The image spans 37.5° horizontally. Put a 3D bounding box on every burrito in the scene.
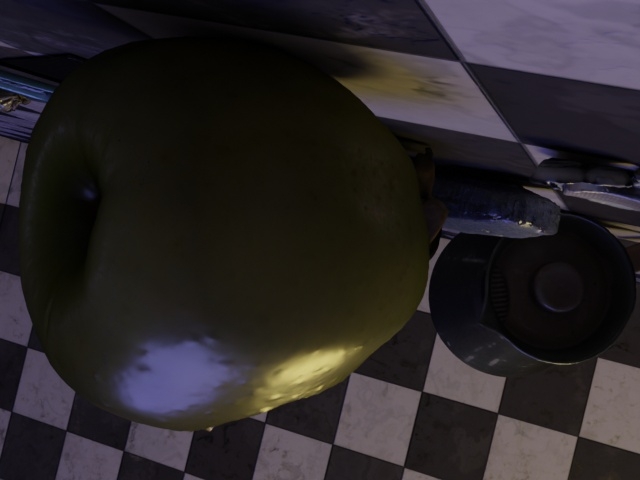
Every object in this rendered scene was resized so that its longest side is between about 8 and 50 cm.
[{"bbox_3d":[-0.517,-0.217,1.383,0.188,0.045,0.058,11,-155,5],"label":"burrito"}]

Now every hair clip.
[{"bbox_3d":[0.254,-0.033,0.770,0.172,0.049,0.116,16,176,8],"label":"hair clip"}]

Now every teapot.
[{"bbox_3d":[0.324,0.071,1.374,0.300,0.253,0.344,-20,176,-4],"label":"teapot"}]

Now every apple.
[{"bbox_3d":[-0.068,-0.011,0.635,0.279,0.279,0.279,14,180,0],"label":"apple"}]

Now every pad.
[{"bbox_3d":[-0.160,-0.152,1.076,0.367,0.007,0.247,13,180,-37],"label":"pad"}]

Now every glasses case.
[{"bbox_3d":[0.144,-0.047,1.083,0.109,0.067,0.282,11,-177,-43],"label":"glasses case"}]

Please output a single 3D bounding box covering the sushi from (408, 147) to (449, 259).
[{"bbox_3d":[-0.001,0.001,0.937,0.225,0.238,0.219,20,-161,8],"label":"sushi"}]

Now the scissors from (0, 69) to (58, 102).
[{"bbox_3d":[-0.278,-0.160,1.104,0.393,0.032,0.180,14,179,-24],"label":"scissors"}]
